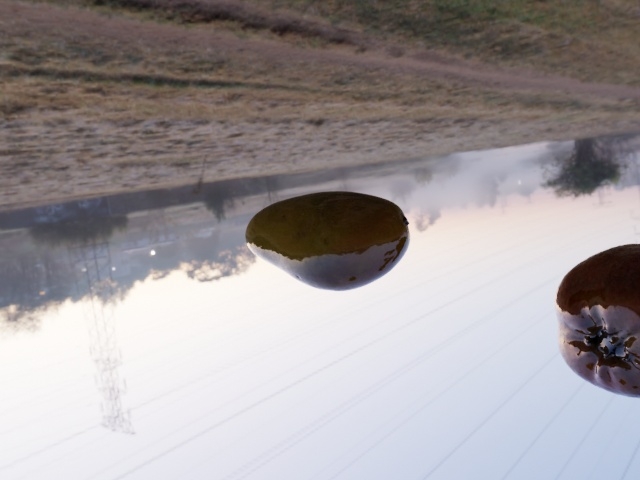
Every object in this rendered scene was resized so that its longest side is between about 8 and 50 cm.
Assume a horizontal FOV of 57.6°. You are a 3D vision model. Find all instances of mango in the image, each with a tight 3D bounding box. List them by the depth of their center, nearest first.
[{"bbox_3d":[0.000,0.000,0.802,0.253,0.139,0.113,3,160,29],"label":"mango"}]

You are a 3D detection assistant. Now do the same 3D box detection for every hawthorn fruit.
[{"bbox_3d":[0.425,0.090,0.767,0.225,0.197,0.196,-29,-166,-31],"label":"hawthorn fruit"}]
